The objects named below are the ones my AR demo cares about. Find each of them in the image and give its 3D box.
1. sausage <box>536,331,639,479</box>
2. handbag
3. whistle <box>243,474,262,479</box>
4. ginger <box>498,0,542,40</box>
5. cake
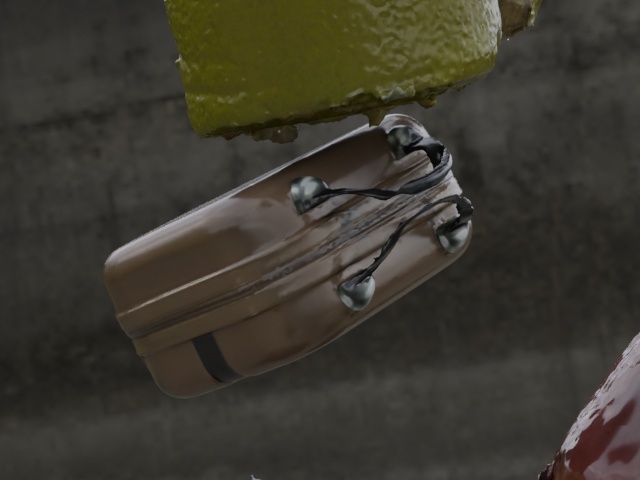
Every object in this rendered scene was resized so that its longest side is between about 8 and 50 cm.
[{"bbox_3d":[0.282,0.168,1.495,0.280,0.152,0.152,-49,20,-28],"label":"sausage"},{"bbox_3d":[0.000,0.000,1.532,0.283,0.149,0.302,-26,1,43],"label":"handbag"},{"bbox_3d":[-0.009,0.252,1.123,0.093,0.180,0.269,-19,41,-15],"label":"whistle"},{"bbox_3d":[0.141,-0.249,1.835,0.157,0.102,0.216,15,9,-16],"label":"ginger"},{"bbox_3d":[0.010,-0.162,1.469,0.260,0.156,0.179,-11,9,25],"label":"cake"}]
